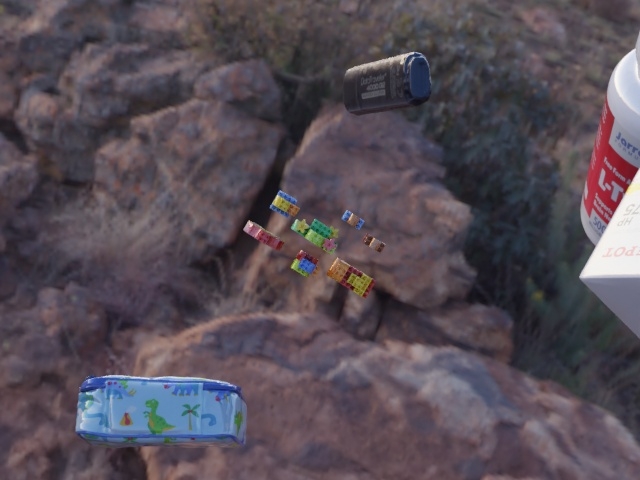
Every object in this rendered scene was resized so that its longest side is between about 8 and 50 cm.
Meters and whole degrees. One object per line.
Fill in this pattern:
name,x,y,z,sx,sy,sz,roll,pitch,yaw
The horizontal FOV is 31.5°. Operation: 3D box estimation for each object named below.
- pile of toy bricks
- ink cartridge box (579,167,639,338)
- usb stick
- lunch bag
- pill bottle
pile of toy bricks,0.000,0.000,1.677,0.212,0.118,0.105,30,2,-4
ink cartridge box,0.421,-0.014,1.058,0.197,0.270,0.198,41,-20,-21
usb stick,0.093,-0.227,1.665,0.045,0.077,0.278,-2,4,-17
lunch bag,-0.210,0.234,1.520,0.219,0.090,0.176,0,-17,4
pill bottle,0.540,-0.157,1.738,0.229,0.408,0.229,-1,50,1
